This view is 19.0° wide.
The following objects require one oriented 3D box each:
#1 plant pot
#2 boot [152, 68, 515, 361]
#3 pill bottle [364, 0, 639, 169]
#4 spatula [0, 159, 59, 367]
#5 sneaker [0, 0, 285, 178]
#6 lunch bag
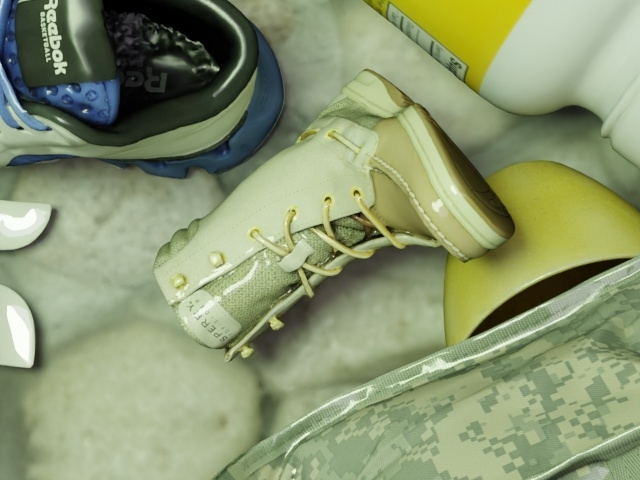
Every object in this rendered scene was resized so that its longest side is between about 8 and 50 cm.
[{"bbox_3d":[0.119,0.015,0.998,0.134,0.134,0.095,-19,54,1],"label":"plant pot"},{"bbox_3d":[0.000,0.000,0.966,0.165,0.213,0.077,-38,112,0],"label":"boot"},{"bbox_3d":[0.092,-0.187,0.985,0.334,0.188,0.188,40,87,8],"label":"pill bottle"},{"bbox_3d":[-0.264,-0.024,1.076,0.242,0.019,0.168,6,83,9],"label":"spatula"},{"bbox_3d":[-0.169,-0.096,0.971,0.315,0.182,0.127,-3,83,-7],"label":"sneaker"},{"bbox_3d":[0.102,0.174,0.916,0.287,0.169,0.235,-26,113,11],"label":"lunch bag"}]
